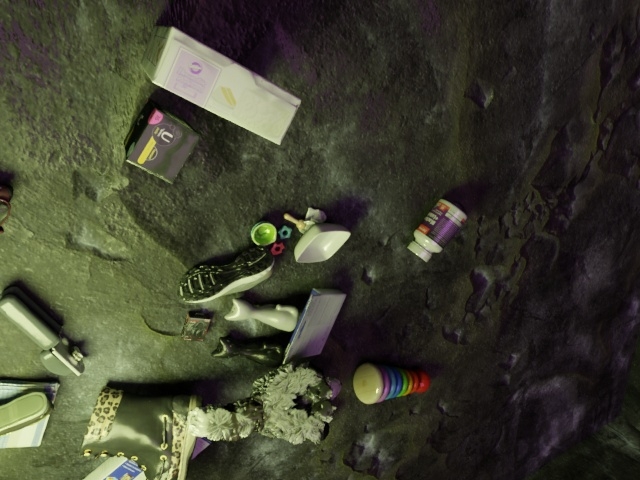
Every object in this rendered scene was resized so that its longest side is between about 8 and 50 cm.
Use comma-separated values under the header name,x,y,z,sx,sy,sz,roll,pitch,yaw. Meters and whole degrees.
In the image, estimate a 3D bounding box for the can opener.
name,x,y,z,sx,sy,sz,roll,pitch,yaw
can opener,-0.666,0.233,1.049,0.093,0.074,0.280,-28,123,-11

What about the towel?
name,x,y,z,sx,sy,sz,roll,pitch,yaw
towel,-0.829,0.429,1.089,0.285,0.034,0.209,14,107,-30

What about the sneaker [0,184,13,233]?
name,x,y,z,sx,sy,sz,roll,pitch,yaw
sneaker,-0.706,-0.118,0.854,0.163,0.106,0.281,-17,131,-24

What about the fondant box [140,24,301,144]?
name,x,y,z,sx,sy,sz,roll,pitch,yaw
fondant box,-0.209,-0.311,0.856,0.238,0.330,0.096,21,103,-32

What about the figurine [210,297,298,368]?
name,x,y,z,sx,sy,sz,roll,pitch,yaw
figurine,-0.195,0.268,1.298,0.210,0.092,0.214,13,106,-27

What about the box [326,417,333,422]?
name,x,y,z,sx,sy,sz,roll,pitch,yaw
box,-0.034,0.613,1.539,0.101,0.087,0.102,-46,125,0

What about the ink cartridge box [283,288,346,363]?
name,x,y,z,sx,sy,sz,roll,pitch,yaw
ink cartridge box,-0.026,0.250,1.322,0.224,0.045,0.223,13,102,-61

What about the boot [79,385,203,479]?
name,x,y,z,sx,sy,sz,roll,pitch,yaw
boot,-0.502,0.589,1.204,0.285,0.138,0.377,17,90,-15

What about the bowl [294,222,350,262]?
name,x,y,z,sx,sy,sz,roll,pitch,yaw
bowl,0.000,0.000,1.248,0.142,0.053,0.142,1,141,-44

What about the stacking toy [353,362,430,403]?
name,x,y,z,sx,sy,sz,roll,pitch,yaw
stacking toy,0.284,0.531,1.645,0.331,0.141,0.141,13,108,-37

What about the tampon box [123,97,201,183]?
name,x,y,z,sx,sy,sz,roll,pitch,yaw
tampon box,-0.343,-0.215,0.939,0.102,0.161,0.120,29,98,-34

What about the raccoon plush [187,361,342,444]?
name,x,y,z,sx,sy,sz,roll,pitch,yaw
raccoon plush,-0.148,0.463,1.317,0.447,0.299,0.215,7,76,-9

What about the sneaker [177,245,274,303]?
name,x,y,z,sx,sy,sz,roll,pitch,yaw
sneaker,-0.249,0.110,1.186,0.272,0.100,0.108,-19,152,-8

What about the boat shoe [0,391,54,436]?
name,x,y,z,sx,sy,sz,roll,pitch,yaw
boat shoe,-0.769,0.433,1.051,0.228,0.081,0.068,-13,148,-17

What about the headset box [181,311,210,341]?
name,x,y,z,sx,sy,sz,roll,pitch,yaw
headset box,-0.349,0.239,1.235,0.062,0.032,0.083,13,109,-31

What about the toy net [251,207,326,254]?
name,x,y,z,sx,sy,sz,roll,pitch,yaw
toy net,-0.082,-0.020,1.234,0.232,0.045,0.122,-15,119,-20

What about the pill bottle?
name,x,y,z,sx,sy,sz,roll,pitch,yaw
pill bottle,0.371,-0.029,1.416,0.108,0.108,0.193,34,96,-34

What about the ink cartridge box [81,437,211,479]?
name,x,y,z,sx,sy,sz,roll,pitch,yaw
ink cartridge box,-0.536,0.683,1.339,0.371,0.069,0.175,-38,123,-2
